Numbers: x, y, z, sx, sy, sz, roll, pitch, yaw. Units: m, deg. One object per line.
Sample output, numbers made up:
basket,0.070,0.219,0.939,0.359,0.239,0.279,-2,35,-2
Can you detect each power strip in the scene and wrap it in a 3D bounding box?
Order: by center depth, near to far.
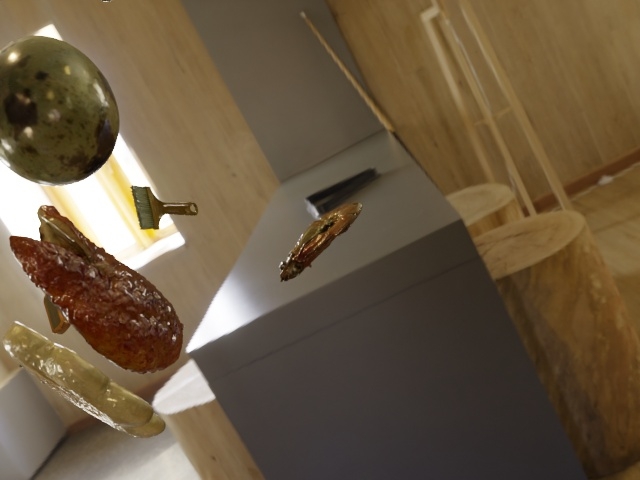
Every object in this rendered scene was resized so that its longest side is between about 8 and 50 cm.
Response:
power strip,-0.737,0.189,1.707,0.049,0.028,0.178,-44,54,11

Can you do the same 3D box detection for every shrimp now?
shrimp,-0.001,-0.001,1.410,0.154,0.062,0.294,-20,25,53

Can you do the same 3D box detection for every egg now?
egg,-0.726,-0.352,1.642,0.344,0.428,0.345,-20,-14,-5

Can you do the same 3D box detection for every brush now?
brush,-0.291,-0.062,1.175,0.011,0.083,0.205,-15,-3,20

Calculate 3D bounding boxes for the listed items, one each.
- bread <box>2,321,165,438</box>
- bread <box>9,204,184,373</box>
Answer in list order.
bread,-0.278,0.185,0.746,0.039,0.181,0.251,-57,-13,-26
bread,-0.267,0.069,0.773,0.095,0.269,0.139,-28,29,5
